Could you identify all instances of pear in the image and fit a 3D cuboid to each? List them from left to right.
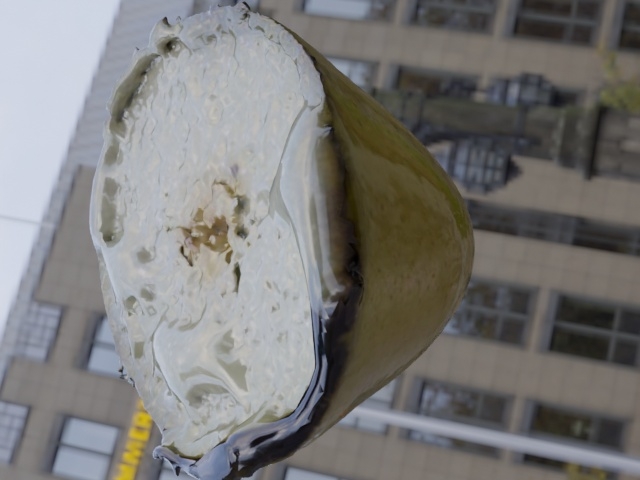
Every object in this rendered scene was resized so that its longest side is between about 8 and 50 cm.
[{"bbox_3d":[-0.001,-0.002,0.806,0.178,0.267,0.267,0,-78,-34],"label":"pear"}]
